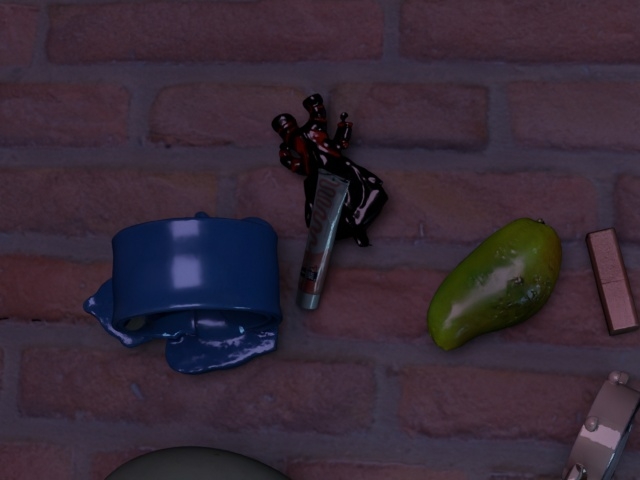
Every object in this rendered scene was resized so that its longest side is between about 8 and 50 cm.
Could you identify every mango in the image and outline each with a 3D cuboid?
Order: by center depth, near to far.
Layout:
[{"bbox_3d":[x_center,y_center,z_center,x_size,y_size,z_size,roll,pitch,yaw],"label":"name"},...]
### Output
[{"bbox_3d":[0.248,0.069,1.925,0.233,0.111,0.125,-46,67,-4],"label":"mango"}]

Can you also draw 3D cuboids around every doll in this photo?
[{"bbox_3d":[0.018,-0.096,2.024,0.127,0.088,0.248,-47,63,39],"label":"doll"}]

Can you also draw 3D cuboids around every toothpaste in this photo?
[{"bbox_3d":[0.000,0.000,1.979,0.056,0.036,0.205,24,112,31],"label":"toothpaste"}]

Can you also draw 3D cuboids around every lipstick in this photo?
[{"bbox_3d":[0.411,0.058,1.929,0.045,0.045,0.145,-12,74,6],"label":"lipstick"}]

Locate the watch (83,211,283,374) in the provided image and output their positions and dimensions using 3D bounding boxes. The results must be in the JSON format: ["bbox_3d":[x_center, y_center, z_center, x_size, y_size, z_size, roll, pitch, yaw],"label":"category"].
[{"bbox_3d":[-0.206,0.057,1.930,0.305,0.274,0.241,-6,76,4],"label":"watch"}]

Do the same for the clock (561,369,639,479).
[{"bbox_3d":[0.381,0.262,1.829,0.063,0.155,0.229,24,47,14],"label":"clock"}]

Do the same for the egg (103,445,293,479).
[{"bbox_3d":[-0.136,0.424,1.828,0.389,0.276,0.276,20,82,17],"label":"egg"}]
